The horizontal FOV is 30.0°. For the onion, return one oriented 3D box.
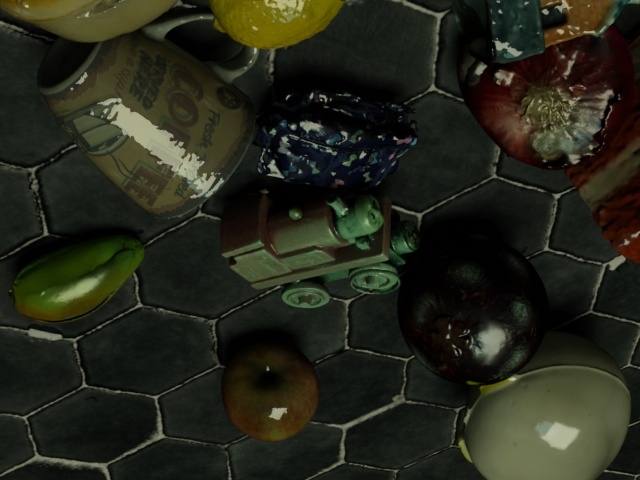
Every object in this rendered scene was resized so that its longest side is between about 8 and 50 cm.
[{"bbox_3d":[0.345,-0.251,1.804,0.272,0.195,0.272,10,116,21],"label":"onion"}]

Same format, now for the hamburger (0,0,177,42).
[{"bbox_3d":[-0.272,-0.379,1.389,0.300,0.300,0.176,-27,151,14],"label":"hamburger"}]

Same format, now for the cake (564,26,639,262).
[{"bbox_3d":[0.555,-0.137,1.879,0.269,0.319,0.270,-41,138,24],"label":"cake"}]

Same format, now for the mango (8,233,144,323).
[{"bbox_3d":[-0.398,0.063,1.978,0.233,0.111,0.125,-23,154,-9],"label":"mango"}]

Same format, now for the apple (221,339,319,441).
[{"bbox_3d":[-0.095,0.287,2.260,0.188,0.188,0.173,-10,144,-6],"label":"apple"}]

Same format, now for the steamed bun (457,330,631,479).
[{"bbox_3d":[0.451,0.351,2.403,0.334,0.333,0.373,-2,135,-15],"label":"steamed bun"}]

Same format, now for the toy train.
[{"bbox_3d":[0.000,0.000,1.960,0.304,0.150,0.221,-15,146,28],"label":"toy train"}]

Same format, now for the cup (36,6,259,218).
[{"bbox_3d":[-0.225,-0.215,1.653,0.301,0.227,0.257,-47,129,2],"label":"cup"}]

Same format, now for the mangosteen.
[{"bbox_3d":[0.276,0.119,2.137,0.288,0.288,0.288,-9,139,-8],"label":"mangosteen"}]

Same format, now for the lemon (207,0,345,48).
[{"bbox_3d":[-0.057,-0.342,1.575,0.181,0.180,0.193,16,127,-31],"label":"lemon"}]

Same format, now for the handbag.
[{"bbox_3d":[0.024,-0.161,1.848,0.260,0.113,0.162,7,146,-28],"label":"handbag"}]

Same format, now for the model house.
[{"bbox_3d":[0.316,-0.356,1.593,0.291,0.253,0.184,-11,107,-4],"label":"model house"}]
